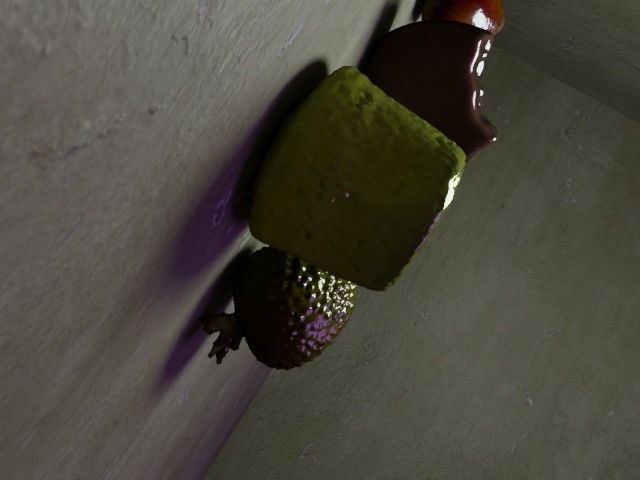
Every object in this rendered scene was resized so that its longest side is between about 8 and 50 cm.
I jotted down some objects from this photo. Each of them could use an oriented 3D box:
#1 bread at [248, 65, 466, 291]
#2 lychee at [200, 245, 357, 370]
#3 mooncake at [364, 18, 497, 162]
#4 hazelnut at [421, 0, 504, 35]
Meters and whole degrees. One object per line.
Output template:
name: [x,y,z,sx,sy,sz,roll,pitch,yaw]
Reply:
bread: [0.068,-0.100,1.118,0.348,0.308,0.348,-61,173,-13]
lychee: [-0.076,0.138,1.343,0.320,0.270,0.270,-24,180,12]
mooncake: [0.247,-0.321,1.384,0.334,0.326,0.174,-38,-174,26]
hazelnut: [0.353,-0.567,1.558,0.208,0.208,0.208,-57,173,-11]
